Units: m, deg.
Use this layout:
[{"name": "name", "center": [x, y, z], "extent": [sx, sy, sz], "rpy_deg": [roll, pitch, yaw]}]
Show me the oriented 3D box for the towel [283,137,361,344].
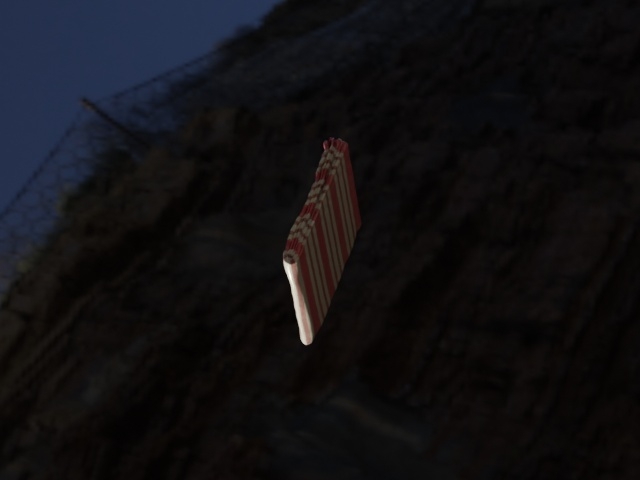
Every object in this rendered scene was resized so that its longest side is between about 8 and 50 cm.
[{"name": "towel", "center": [0.000, 0.000, 1.599], "extent": [0.144, 0.029, 0.197], "rpy_deg": [78, -153, -46]}]
